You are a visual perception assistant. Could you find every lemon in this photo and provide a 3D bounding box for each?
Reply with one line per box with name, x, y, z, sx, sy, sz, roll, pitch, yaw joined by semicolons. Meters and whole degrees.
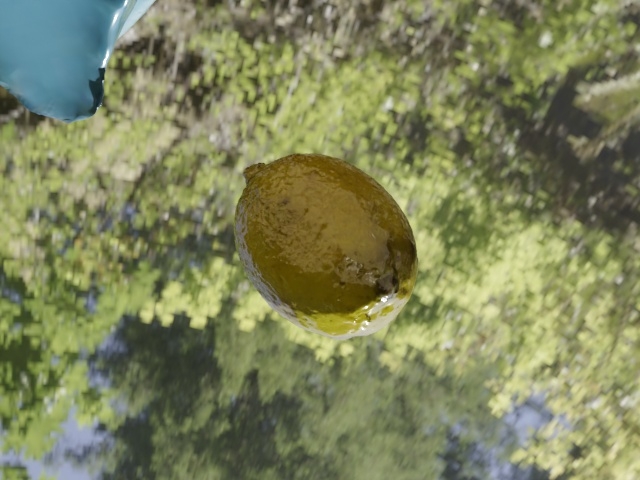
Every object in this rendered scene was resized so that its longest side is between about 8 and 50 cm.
lemon;0.000;0.000;0.766;0.082;0.082;0.111;-30;-122;-26

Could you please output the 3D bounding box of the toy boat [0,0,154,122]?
toy boat;-0.092;-0.125;0.380;0.109;0.238;0.098;-10;-124;6
